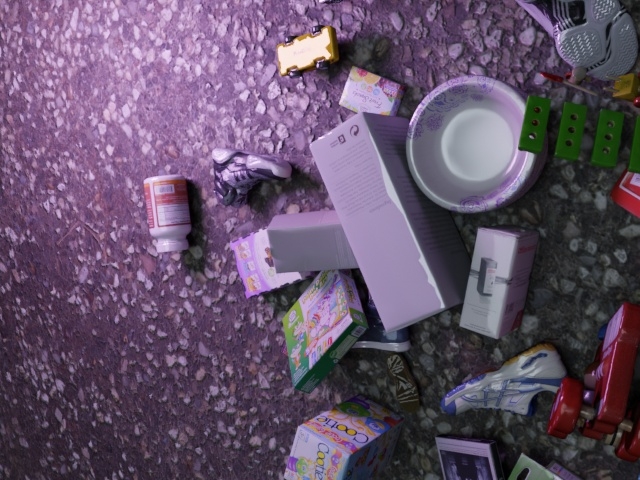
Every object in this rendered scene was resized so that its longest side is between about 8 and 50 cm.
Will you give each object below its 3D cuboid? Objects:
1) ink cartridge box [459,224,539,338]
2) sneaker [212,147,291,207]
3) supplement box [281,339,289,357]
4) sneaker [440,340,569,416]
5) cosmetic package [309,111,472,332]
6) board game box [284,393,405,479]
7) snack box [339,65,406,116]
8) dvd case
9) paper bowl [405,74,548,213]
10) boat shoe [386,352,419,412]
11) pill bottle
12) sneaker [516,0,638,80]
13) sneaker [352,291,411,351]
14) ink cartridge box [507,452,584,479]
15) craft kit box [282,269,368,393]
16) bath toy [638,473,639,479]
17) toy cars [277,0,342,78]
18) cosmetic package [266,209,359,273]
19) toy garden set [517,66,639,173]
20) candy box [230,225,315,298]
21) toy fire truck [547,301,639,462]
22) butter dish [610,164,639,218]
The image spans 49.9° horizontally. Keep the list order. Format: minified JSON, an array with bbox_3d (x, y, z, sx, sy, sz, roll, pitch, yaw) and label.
[{"bbox_3d":[0.381,0.080,1.456,0.092,0.159,0.217,17,103,31],"label":"ink cartridge box"},{"bbox_3d":[-0.189,-0.157,1.839,0.269,0.101,0.153,17,104,36],"label":"sneaker"},{"bbox_3d":[-0.052,0.294,1.817,0.083,0.055,0.043,28,107,27],"label":"supplement box"},{"bbox_3d":[0.399,0.337,1.498,0.296,0.112,0.131,-36,76,31],"label":"sneaker"},{"bbox_3d":[0.173,-0.046,1.538,0.162,0.230,0.453,-28,79,32],"label":"cosmetic package"},{"bbox_3d":[0.062,0.490,1.631,0.142,0.275,0.144,24,106,29],"label":"board game box"},{"bbox_3d":[0.124,-0.348,1.652,0.141,0.037,0.100,29,111,27],"label":"snack box"},{"bbox_3d":[0.352,0.566,1.561,0.179,0.030,0.238,-16,85,57],"label":"dvd case"},{"bbox_3d":[0.338,-0.201,1.464,0.284,0.148,0.284,3,96,32],"label":"paper bowl"},{"bbox_3d":[0.204,0.342,1.670,0.056,0.048,0.153,-24,88,20],"label":"boat shoe"},{"bbox_3d":[-0.439,-0.077,1.990,0.121,0.121,0.216,-5,92,33],"label":"pill bottle"},{"bbox_3d":[0.477,-0.480,1.361,0.366,0.210,0.137,39,120,-14],"label":"sneaker"},{"bbox_3d":[0.107,0.181,1.678,0.226,0.086,0.163,-2,102,25],"label":"sneaker"},{"bbox_3d":[0.512,0.550,1.474,0.209,0.062,0.109,31,111,28],"label":"ink cartridge box"},{"bbox_3d":[0.005,0.203,1.692,0.250,0.061,0.246,-52,26,25],"label":"craft kit box"},{"bbox_3d":[0.693,0.320,1.307,0.152,0.129,0.348,3,101,-12],"label":"bath toy"},{"bbox_3d":[0.033,-0.537,1.646,0.176,0.087,0.393,51,126,25],"label":"toy cars"},{"bbox_3d":[0.000,0.000,1.667,0.238,0.107,0.127,-2,114,15],"label":"cosmetic package"},{"bbox_3d":[0.513,-0.238,1.309,0.244,0.049,0.203,13,78,7],"label":"toy garden set"},{"bbox_3d":[-0.129,0.049,1.833,0.196,0.070,0.164,-21,83,33],"label":"candy box"},{"bbox_3d":[0.548,0.267,1.306,0.169,0.302,0.253,15,75,19],"label":"toy fire truck"},{"bbox_3d":[0.659,-0.107,1.292,0.160,0.118,0.160,-64,23,18],"label":"butter dish"}]
